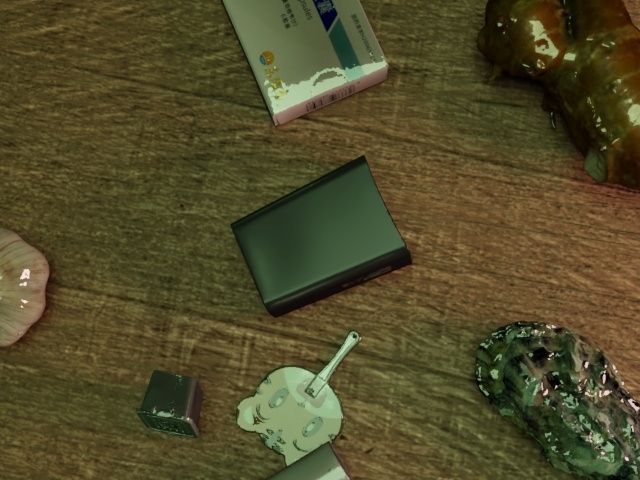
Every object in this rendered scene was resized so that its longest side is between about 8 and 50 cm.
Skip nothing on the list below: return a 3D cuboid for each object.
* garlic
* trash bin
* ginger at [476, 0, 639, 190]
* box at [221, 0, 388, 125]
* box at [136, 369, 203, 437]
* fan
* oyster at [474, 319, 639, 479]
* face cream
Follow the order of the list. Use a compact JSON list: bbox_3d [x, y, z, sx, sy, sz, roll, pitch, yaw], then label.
[{"bbox_3d":[-0.515,0.057,1.570,0.199,0.226,0.199,-2,79,9],"label":"garlic"},{"bbox_3d":[0.000,0.000,1.606,0.225,0.115,0.165,-24,78,0],"label":"trash bin"},{"bbox_3d":[0.381,-0.243,1.602,0.254,0.176,0.418,-23,76,7],"label":"ginger"},{"bbox_3d":[-0.049,-0.376,1.704,0.200,0.065,0.343,-23,79,-1],"label":"box"},{"bbox_3d":[-0.216,0.239,1.573,0.084,0.122,0.069,10,68,4],"label":"box"},{"bbox_3d":[-0.011,0.228,1.614,0.152,0.008,0.227,38,85,10],"label":"fan"},{"bbox_3d":[0.374,0.251,1.526,0.351,0.158,0.162,45,119,23],"label":"oyster"},{"bbox_3d":[-0.054,0.384,1.542,0.214,0.096,0.096,-31,79,-2],"label":"face cream"}]
